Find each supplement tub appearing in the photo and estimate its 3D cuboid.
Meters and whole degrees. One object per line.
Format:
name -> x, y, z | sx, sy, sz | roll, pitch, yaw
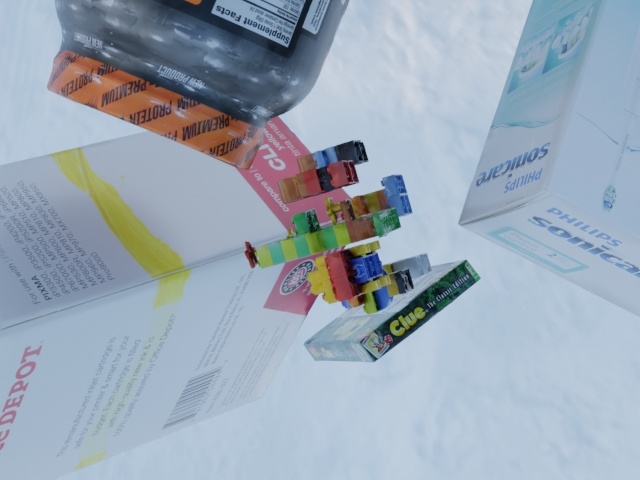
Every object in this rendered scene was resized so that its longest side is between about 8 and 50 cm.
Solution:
supplement tub -> -0.065, -0.237, 1.068 | 0.207, 0.207, 0.338 | 22, 92, -10

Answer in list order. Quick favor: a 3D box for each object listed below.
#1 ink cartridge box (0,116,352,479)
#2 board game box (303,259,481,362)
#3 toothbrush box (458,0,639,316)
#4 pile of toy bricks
ink cartridge box -> -0.191, 0.058, 1.256 | 0.160, 0.385, 0.279 | 51, 135, 23
board game box -> 0.067, 0.076, 1.496 | 0.136, 0.260, 0.030 | -40, 95, -13
toothbrush box -> 0.258, -0.105, 1.057 | 0.216, 0.126, 0.295 | 25, 70, -17
pile of toy bricks -> 0.000, 0.000, 1.022 | 0.105, 0.212, 0.118 | -16, 89, 15
